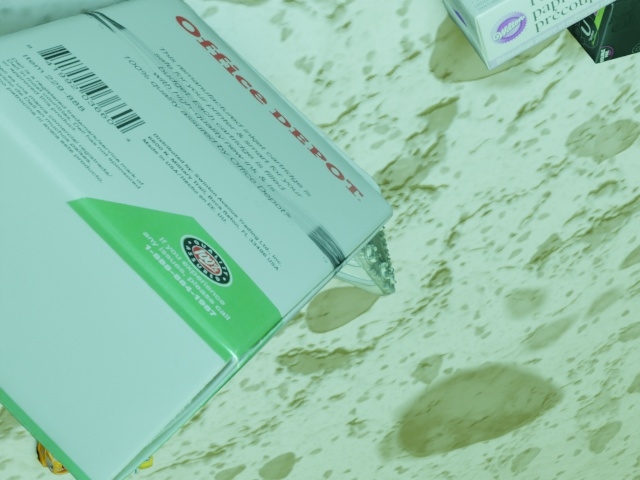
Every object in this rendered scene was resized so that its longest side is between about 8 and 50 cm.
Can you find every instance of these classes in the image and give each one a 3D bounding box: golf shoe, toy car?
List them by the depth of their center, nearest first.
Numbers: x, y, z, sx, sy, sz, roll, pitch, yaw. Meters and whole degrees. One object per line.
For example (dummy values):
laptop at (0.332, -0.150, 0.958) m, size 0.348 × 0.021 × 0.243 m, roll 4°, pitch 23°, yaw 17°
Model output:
golf shoe at (0.000, 0.000, 1.218) m, size 0.086 × 0.069 × 0.176 m, roll -19°, pitch 147°, yaw 20°
toy car at (-0.186, 0.175, 1.306) m, size 0.122 × 0.040 × 0.060 m, roll 0°, pitch 136°, yaw -36°

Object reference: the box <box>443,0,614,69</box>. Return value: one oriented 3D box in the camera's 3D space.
box at (0.238, -0.234, 1.077) m, size 0.324 × 0.067 × 0.063 m, roll -30°, pitch 146°, yaw -2°

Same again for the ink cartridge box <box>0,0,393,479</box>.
ink cartridge box at (-0.102, -0.016, 0.868) m, size 0.121 × 0.211 × 0.289 m, roll -46°, pitch 177°, yaw 23°

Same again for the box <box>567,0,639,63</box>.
box at (0.235, -0.179, 1.155) m, size 0.083 × 0.052 × 0.062 m, roll -16°, pitch 142°, yaw -19°
